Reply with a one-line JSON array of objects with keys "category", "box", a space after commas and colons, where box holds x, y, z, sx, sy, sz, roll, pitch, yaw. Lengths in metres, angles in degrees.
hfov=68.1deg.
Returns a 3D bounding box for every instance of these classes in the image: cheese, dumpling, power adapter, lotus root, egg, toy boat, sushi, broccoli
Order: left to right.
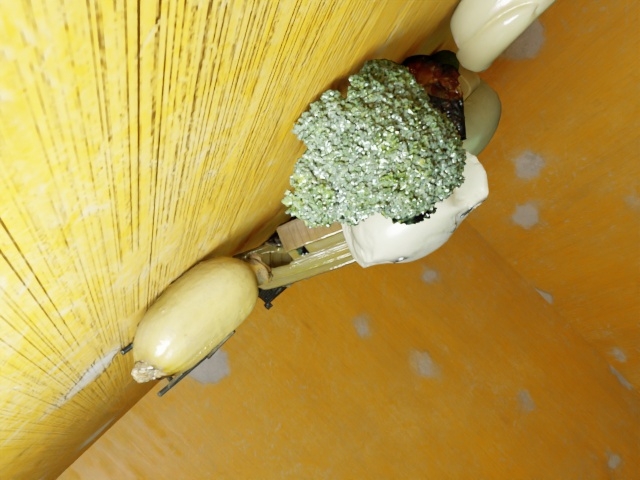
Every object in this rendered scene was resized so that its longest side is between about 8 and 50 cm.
[{"category": "lotus root", "box": [-0.211, 0.118, 0.830, 0.303, 0.131, 0.146, -43, -159, -31]}, {"category": "toy boat", "box": [0.000, 0.000, 1.050, 0.445, 0.162, 0.136, -22, -131, 17]}, {"category": "broccoli", "box": [0.070, -0.131, 0.747, 0.252, 0.221, 0.361, -38, -170, 10]}, {"category": "dumpling", "box": [0.157, -0.074, 0.880, 0.243, 0.227, 0.175, -16, 151, -3]}, {"category": "sushi", "box": [0.185, -0.259, 0.886, 0.172, 0.151, 0.153, -5, -178, -11]}, {"category": "power adapter", "box": [0.313, -0.389, 1.217, 0.130, 0.125, 0.205, -44, 180, 39]}, {"category": "egg", "box": [0.436, -0.386, 1.614, 0.336, 0.278, 0.278, -48, 178, 4]}, {"category": "cheese", "box": [0.351, -0.440, 0.856, 0.266, 0.127, 0.233, -43, 178, -25]}]

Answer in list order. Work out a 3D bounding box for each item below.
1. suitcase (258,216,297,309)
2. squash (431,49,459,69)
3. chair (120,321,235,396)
[{"category": "suitcase", "box": [-0.121, 0.074, 1.552, 0.229, 0.152, 0.335, -45, 178, -23]}, {"category": "squash", "box": [0.195, -0.310, 1.083, 0.331, 0.087, 0.087, -43, 178, 0]}, {"category": "chair", "box": [-0.263, 0.178, 1.002, 0.154, 0.141, 0.260, -45, 176, 41]}]
